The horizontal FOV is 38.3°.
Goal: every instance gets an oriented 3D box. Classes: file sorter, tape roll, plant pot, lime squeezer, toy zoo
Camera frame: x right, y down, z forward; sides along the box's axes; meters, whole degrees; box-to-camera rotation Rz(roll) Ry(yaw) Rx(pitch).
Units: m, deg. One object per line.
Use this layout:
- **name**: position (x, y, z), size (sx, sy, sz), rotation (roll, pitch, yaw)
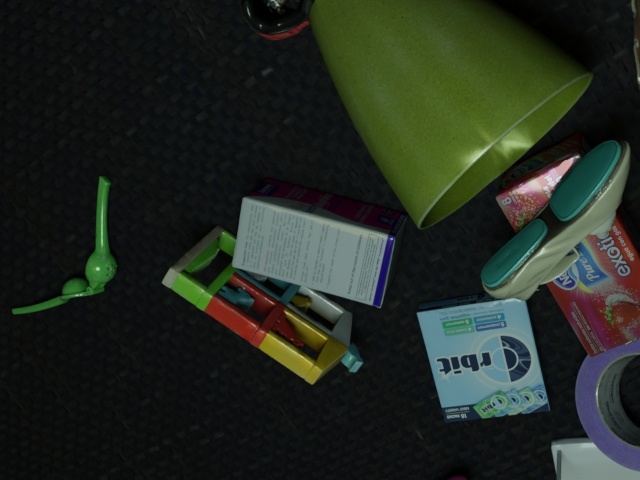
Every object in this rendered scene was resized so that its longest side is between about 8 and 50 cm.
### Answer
- **file sorter**: position (0.449, 0.440, 1.319), size (0.193, 0.173, 0.277), rotation (-9, 107, 17)
- **tape roll**: position (0.447, 0.211, 1.239), size (0.189, 0.080, 0.188), rotation (0, 90, 39)
- **plant pot**: position (0.131, -0.213, 1.139), size (0.275, 0.275, 0.293), rotation (-45, 78, 24)
- **lime squeezer**: position (-0.390, 0.049, 1.464), size (0.110, 0.059, 0.310), rotation (39, 115, -2)
- **toy zoo**: position (-0.064, 0.097, 1.319), size (0.293, 0.192, 0.030), rotation (34, 114, 2)

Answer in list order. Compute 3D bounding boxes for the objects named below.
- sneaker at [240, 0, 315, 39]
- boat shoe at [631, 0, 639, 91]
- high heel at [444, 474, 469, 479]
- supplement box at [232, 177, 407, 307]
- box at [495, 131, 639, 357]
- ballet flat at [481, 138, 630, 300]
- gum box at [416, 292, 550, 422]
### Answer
- **sneaker**: position (0.001, -0.352, 1.169), size (0.276, 0.135, 0.097), rotation (-36, 95, 22)
- **boat shoe**: position (0.440, -0.212, 1.114), size (0.123, 0.116, 0.324), rotation (-5, 103, 4)
- **high heel**: position (0.093, 0.484, 1.449), size (0.181, 0.127, 0.377), rotation (22, 117, -5)
- **supplement box**: position (0.000, 0.000, 1.311), size (0.220, 0.111, 0.113), rotation (14, 112, 10)
- **box**: position (0.348, 0.004, 1.209), size (0.123, 0.128, 0.256), rotation (-29, 100, 24)
- **ballet flat**: position (0.297, -0.015, 1.111), size (0.086, 0.086, 0.248), rotation (41, 117, -2)
- **gum box**: position (0.239, 0.169, 1.347), size (0.157, 0.041, 0.184), rotation (-11, 105, 18)
